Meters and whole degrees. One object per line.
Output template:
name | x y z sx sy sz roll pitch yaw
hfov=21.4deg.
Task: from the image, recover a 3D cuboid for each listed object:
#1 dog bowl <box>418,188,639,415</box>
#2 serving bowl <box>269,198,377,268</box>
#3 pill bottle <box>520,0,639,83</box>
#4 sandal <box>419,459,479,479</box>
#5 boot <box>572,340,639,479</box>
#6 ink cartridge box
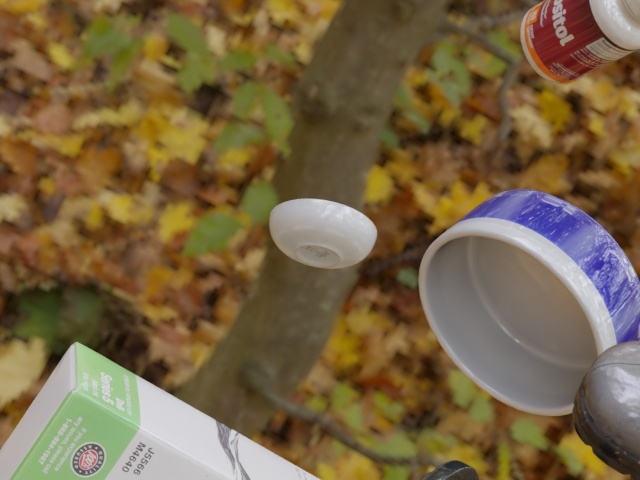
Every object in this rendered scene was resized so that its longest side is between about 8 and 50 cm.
dog bowl | 0.252 0.075 2.028 0.265 0.265 0.104 35 51 21
serving bowl | 0.000 0.000 1.281 0.083 0.083 0.027 22 61 -19
pill bottle | 0.270 -0.213 1.622 0.086 0.152 0.086 13 67 -32
sandal | 0.079 0.442 1.776 0.107 0.445 0.167 17 -25 35
boot | 0.316 0.042 0.898 0.338 0.222 0.118 5 39 0
ink cartridge box | -0.141 0.244 1.411 0.273 0.198 0.115 31 10 -16
